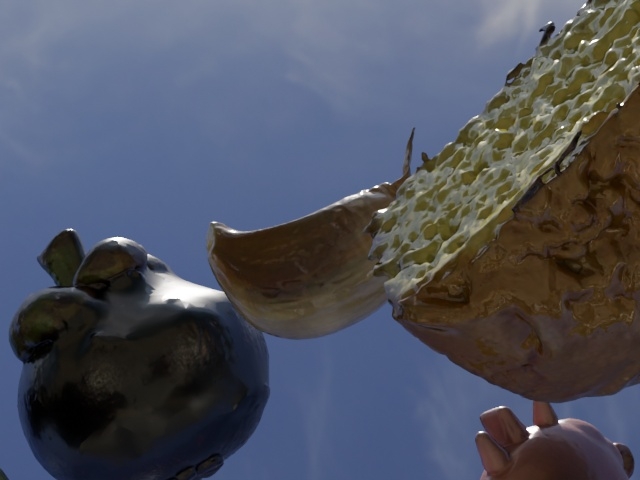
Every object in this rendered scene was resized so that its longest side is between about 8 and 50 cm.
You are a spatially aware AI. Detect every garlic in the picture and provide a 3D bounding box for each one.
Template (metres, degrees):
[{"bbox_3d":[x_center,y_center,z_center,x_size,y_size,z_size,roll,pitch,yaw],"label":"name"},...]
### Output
[{"bbox_3d":[0.011,0.003,1.272,0.198,0.090,0.129,-29,-116,8],"label":"garlic"}]

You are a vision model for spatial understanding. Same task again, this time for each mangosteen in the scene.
[{"bbox_3d":[-0.195,0.126,1.638,0.287,0.233,0.288,6,-139,-6],"label":"mangosteen"}]

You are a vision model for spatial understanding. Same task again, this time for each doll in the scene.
[{"bbox_3d":[0.185,0.235,1.290,0.093,0.211,0.262,-19,-163,47],"label":"doll"}]

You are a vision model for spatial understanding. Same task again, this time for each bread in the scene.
[{"bbox_3d":[0.138,-0.029,0.704,0.229,0.139,0.143,-45,-154,7],"label":"bread"}]

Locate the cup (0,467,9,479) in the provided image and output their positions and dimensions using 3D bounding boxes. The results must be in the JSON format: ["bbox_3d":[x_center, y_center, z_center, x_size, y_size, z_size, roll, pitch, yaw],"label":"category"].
[{"bbox_3d":[-0.456,0.267,1.274,0.310,0.401,0.392,23,-129,25],"label":"cup"}]
